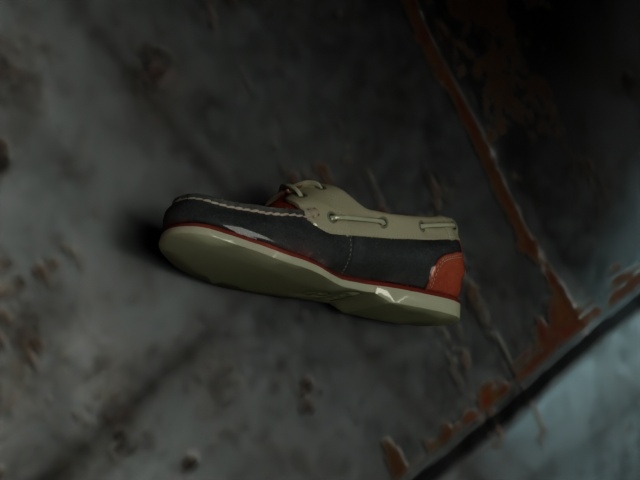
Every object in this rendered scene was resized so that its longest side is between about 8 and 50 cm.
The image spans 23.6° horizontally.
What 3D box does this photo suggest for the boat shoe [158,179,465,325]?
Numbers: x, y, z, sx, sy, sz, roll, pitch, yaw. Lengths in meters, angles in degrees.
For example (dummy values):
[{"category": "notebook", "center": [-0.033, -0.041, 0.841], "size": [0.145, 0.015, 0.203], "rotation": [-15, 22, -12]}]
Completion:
[{"category": "boat shoe", "center": [0.000, 0.000, 0.570], "size": [0.137, 0.049, 0.043], "rotation": [14, 74, -36]}]
